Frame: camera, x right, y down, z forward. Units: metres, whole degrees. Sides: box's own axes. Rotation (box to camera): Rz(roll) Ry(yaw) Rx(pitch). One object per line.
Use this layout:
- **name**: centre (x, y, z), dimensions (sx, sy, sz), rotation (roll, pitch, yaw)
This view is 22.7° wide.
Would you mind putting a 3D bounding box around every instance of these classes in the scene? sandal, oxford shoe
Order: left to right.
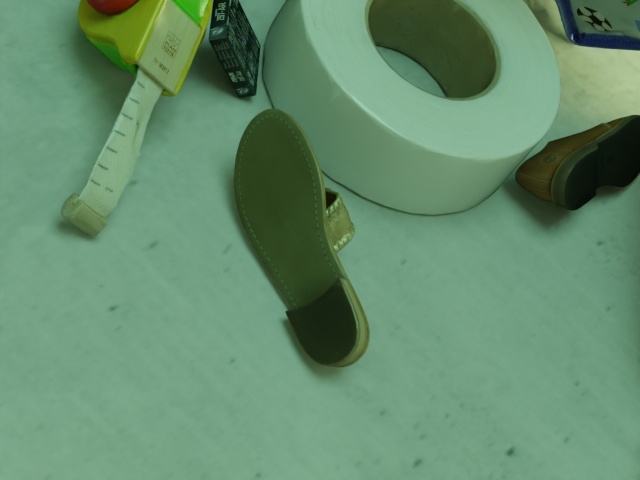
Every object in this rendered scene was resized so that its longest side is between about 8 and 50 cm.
- **sandal**: centre (-0.005, 0.003, 1.420), dimensions (0.079, 0.088, 0.240), rotation (16, 51, -60)
- **oxford shoe**: centre (0.274, -0.090, 1.634), dimensions (0.076, 0.076, 0.212), rotation (17, 25, 36)

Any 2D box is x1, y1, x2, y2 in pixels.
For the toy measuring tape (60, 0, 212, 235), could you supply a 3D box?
- **toy measuring tape**: centre (-0.180, -0.156, 1.420), dimensions (0.121, 0.121, 0.330), rotation (25, 68, -11)

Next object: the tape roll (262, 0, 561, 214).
- **tape roll**: centre (0.091, -0.168, 1.563), dimensions (0.286, 0.100, 0.286), rotation (15, 51, -19)

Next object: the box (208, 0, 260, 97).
- **box**: centre (-0.079, -0.185, 1.498), dimensions (0.018, 0.083, 0.067), rotation (-9, 52, 16)

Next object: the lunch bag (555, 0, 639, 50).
- **lunch bag**: centre (0.345, -0.421, 1.621), dimensions (0.385, 0.238, 0.328), rotation (49, 57, -49)
